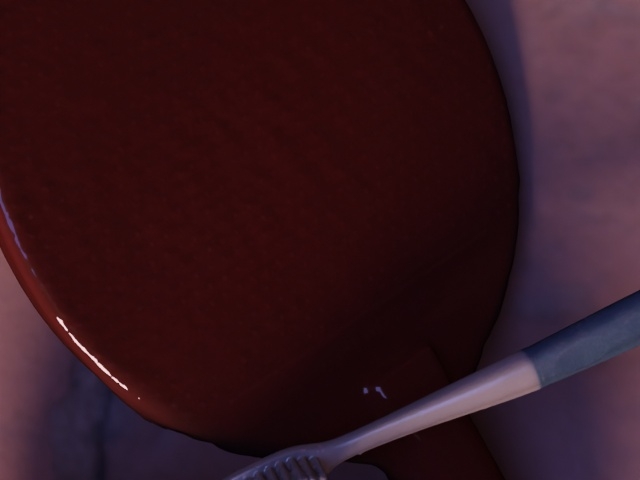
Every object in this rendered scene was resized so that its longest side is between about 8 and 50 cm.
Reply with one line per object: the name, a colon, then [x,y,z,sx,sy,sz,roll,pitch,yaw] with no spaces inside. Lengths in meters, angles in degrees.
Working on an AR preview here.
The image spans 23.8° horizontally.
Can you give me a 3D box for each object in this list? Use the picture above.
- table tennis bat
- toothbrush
table tennis bat: [0.000,0.000,0.529,0.038,0.200,0.310,-12,108,62]
toothbrush: [0.088,0.034,0.498,0.275,0.025,0.019,-24,110,-6]
